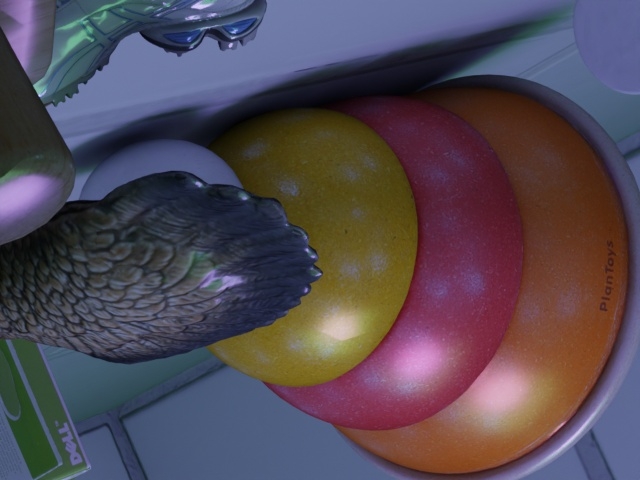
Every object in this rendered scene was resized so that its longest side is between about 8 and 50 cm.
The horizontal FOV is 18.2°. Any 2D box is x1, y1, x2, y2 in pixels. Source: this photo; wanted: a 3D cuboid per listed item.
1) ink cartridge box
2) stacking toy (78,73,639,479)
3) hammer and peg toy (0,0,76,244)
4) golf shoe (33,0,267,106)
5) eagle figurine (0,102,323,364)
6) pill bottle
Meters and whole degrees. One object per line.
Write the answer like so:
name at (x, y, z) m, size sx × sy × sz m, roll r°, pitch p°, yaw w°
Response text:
ink cartridge box at (-0.257, 0.116, 1.620) m, size 0.097 × 0.189 × 0.255 m, roll -19°, pitch 172°, yaw -36°
stacking toy at (0.000, 0.000, 1.518) m, size 0.350 × 0.351 × 0.480 m, roll -28°, pitch 154°, yaw 31°
hammer and peg toy at (-0.213, -0.048, 0.360) m, size 0.361 × 0.127 × 0.266 m, roll -22°, pitch 156°, yaw -20°
golf shoe at (-0.104, -0.115, 0.891) m, size 0.176 × 0.069 × 0.086 m, roll -23°, pitch 151°, yaw -24°
eagle figurine at (-0.172, 0.018, 0.957) m, size 0.225 × 0.298 × 0.226 m, roll 37°, pitch 87°, yaw -41°
pill bottle at (0.299, -0.181, 1.527) m, size 0.221 × 0.121 × 0.121 m, roll -19°, pitch 172°, yaw -44°
